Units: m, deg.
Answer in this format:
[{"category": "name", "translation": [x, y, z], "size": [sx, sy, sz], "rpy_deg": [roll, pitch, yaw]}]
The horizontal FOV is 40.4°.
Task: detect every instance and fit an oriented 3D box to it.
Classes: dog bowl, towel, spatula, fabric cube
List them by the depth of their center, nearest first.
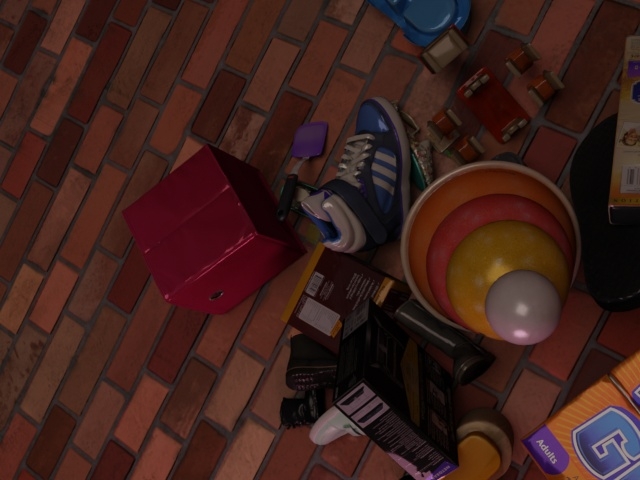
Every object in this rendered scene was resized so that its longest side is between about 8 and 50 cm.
[{"category": "dog bowl", "translation": [0.217, -0.538, 1.937], "size": [0.166, 0.074, 0.297], "rpy_deg": [-46, 65, 11]}, {"category": "fabric cube", "translation": [-0.234, -0.017, 1.954], "size": [0.258, 0.254, 0.259], "rpy_deg": [-36, 67, 13]}, {"category": "spatula", "translation": [-0.053, -0.157, 1.959], "size": [0.084, 0.030, 0.296], "rpy_deg": [-2, 48, 26]}, {"category": "towel", "translation": [0.000, 0.000, 1.964], "size": [0.083, 0.009, 0.060], "rpy_deg": [27, 117, 28]}]

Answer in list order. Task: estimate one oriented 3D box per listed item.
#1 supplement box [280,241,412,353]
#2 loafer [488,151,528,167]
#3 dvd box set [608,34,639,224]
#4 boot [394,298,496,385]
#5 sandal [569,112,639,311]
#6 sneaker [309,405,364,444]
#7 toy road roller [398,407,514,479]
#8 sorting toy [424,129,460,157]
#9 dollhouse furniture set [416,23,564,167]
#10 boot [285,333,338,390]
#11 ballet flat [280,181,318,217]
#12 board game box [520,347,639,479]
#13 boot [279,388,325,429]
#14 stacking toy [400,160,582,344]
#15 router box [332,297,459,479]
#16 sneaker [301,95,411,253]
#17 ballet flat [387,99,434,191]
[{"category": "supplement box", "translation": [0.058, 0.135, 1.857], "size": [0.194, 0.129, 0.191], "rpy_deg": [28, 93, 27]}, {"category": "loafer", "translation": [0.309, -0.058, 1.801], "size": [0.302, 0.095, 0.109], "rpy_deg": [-39, 57, 18]}, {"category": "dvd box set", "translation": [0.693, -0.208, 1.562], "size": [0.308, 0.062, 0.420], "rpy_deg": [2, 56, 23]}, {"category": "boot", "translation": [0.238, 0.195, 1.737], "size": [0.208, 0.190, 0.076], "rpy_deg": [42, 101, 20]}, {"category": "sandal", "translation": [0.562, -0.052, 1.634], "size": [0.168, 0.107, 0.445], "rpy_deg": [-14, 49, 35]}, {"category": "sneaker", "translation": [0.102, 0.398, 1.804], "size": [0.256, 0.094, 0.151], "rpy_deg": [-32, 63, 14]}, {"category": "toy road roller", "translation": [0.281, 0.506, 1.656], "size": [0.240, 0.202, 0.329], "rpy_deg": [44, 101, 10]}, {"category": "sorting toy", "translation": [0.272, -0.219, 1.886], "size": [0.062, 0.012, 0.083], "rpy_deg": [-42, 66, 12]}, {"category": "dollhouse furniture set", "translation": [0.324, -0.320, 1.805], "size": [0.262, 0.135, 0.259], "rpy_deg": [-40, 97, 14]}, {"category": "boot", "translation": [0.024, 0.253, 1.888], "size": [0.198, 0.076, 0.137], "rpy_deg": [3, 40, -4]}, {"category": "ballet flat", "translation": [0.009, -0.069, 1.941], "size": [0.247, 0.087, 0.083], "rpy_deg": [23, 90, 26]}, {"category": "board game box", "translation": [0.611, 0.364, 1.429], "size": [0.356, 0.356, 0.356], "rpy_deg": [-42, 66, 13]}, {"category": "boot", "translation": [-0.041, 0.353, 1.914], "size": [0.099, 0.045, 0.121], "rpy_deg": [-11, 74, 29]}, {"category": "stacking toy", "translation": [0.314, 0.062, 1.516], "size": [0.351, 0.480, 0.350], "rpy_deg": [1, 104, 5]}, {"category": "router box", "translation": [0.142, 0.274, 1.620], "size": [0.243, 0.309, 0.081], "rpy_deg": [44, 110, -12]}, {"category": "sneaker", "translation": [0.063, -0.134, 1.810], "size": [0.130, 0.236, 0.322], "rpy_deg": [-1, 98, 55]}, {"category": "ballet flat", "translation": [0.193, -0.216, 1.889], "size": [0.077, 0.091, 0.241], "rpy_deg": [-28, 72, -13]}]
